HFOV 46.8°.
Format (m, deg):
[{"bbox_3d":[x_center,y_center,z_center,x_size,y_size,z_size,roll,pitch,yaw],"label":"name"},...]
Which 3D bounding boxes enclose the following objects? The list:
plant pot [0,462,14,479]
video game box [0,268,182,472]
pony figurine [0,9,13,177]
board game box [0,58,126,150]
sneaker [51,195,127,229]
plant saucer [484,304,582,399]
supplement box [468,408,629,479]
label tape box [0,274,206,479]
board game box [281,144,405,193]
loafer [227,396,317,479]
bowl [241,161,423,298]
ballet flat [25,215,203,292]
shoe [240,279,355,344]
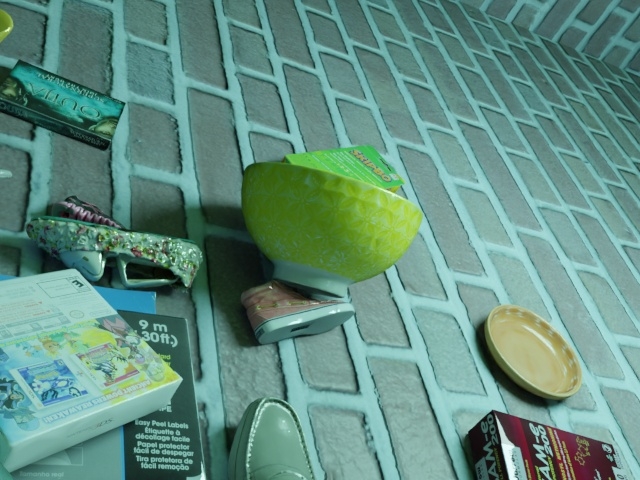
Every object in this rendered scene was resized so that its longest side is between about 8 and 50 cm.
[{"bbox_3d":[-0.421,0.149,0.506,0.334,0.341,0.341,41,36,9],"label":"plant pot"},{"bbox_3d":[-0.265,0.111,0.704,0.187,0.048,0.205,38,23,22],"label":"video game box"},{"bbox_3d":[-0.498,-0.091,0.794,0.351,0.363,0.303,-31,76,-35],"label":"pony figurine"},{"bbox_3d":[-0.425,-0.224,1.219,0.186,0.026,0.126,20,37,-17],"label":"board game box"},{"bbox_3d":[-0.320,-0.030,1.061,0.119,0.047,0.057,29,24,-7],"label":"sneaker"},{"bbox_3d":[0.373,0.201,1.316,0.200,0.037,0.200,21,38,-17],"label":"plant saucer"},{"bbox_3d":[0.345,0.347,1.093,0.239,0.073,0.130,19,38,-18],"label":"supplement box"},{"bbox_3d":[-0.277,0.148,0.823,0.249,0.115,0.347,11,43,-27],"label":"label tape box"},{"bbox_3d":[0.051,-0.130,1.463,0.259,0.039,0.124,-16,58,-43],"label":"board game box"},{"bbox_3d":[-0.037,0.304,0.819,0.112,0.111,0.319,14,40,-24],"label":"loafer"},{"bbox_3d":[0.000,0.000,1.139,0.289,0.289,0.156,19,81,-19],"label":"bowl"},{"bbox_3d":[-0.276,0.022,1.003,0.241,0.091,0.077,10,67,-23],"label":"ballet flat"},{"bbox_3d":[-0.033,0.097,1.107,0.178,0.063,0.081,-8,57,-37],"label":"shoe"}]
